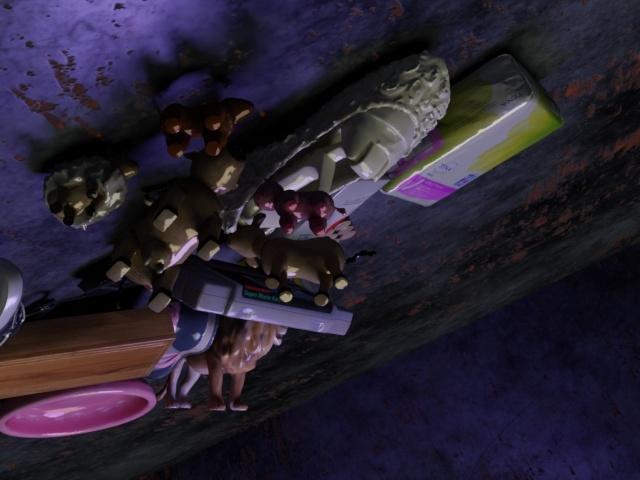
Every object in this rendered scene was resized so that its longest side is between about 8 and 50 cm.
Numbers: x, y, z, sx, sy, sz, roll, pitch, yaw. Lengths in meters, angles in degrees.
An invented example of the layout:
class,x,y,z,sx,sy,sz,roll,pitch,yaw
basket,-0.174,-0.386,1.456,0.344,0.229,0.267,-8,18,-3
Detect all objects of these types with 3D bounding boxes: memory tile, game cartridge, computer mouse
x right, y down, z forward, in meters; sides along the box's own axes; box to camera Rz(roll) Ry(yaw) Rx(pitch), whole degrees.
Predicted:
class,x,y,z,sx,sy,sz,roll,pitch,yaw
memory tile,0.000,0.000,1.783,0.148,0.012,0.113,-26,162,4
game cartridge,-0.130,0.077,1.446,0.230,0.068,0.355,18,-179,41
computer mouse,-0.406,0.081,1.461,0.242,0.041,0.071,-21,170,8

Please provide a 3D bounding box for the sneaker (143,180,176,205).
class,x,y,z,sx,sy,sz,roll,pitch,yaw
sneaker,-0.220,-0.072,1.280,0.083,0.032,0.037,-15,146,-42

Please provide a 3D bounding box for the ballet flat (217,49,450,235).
class,x,y,z,sx,sy,sz,roll,pitch,yaw
ballet flat,0.019,-0.110,1.252,0.409,0.147,0.147,-30,161,18

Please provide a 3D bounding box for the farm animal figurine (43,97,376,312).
class,x,y,z,sx,sy,sz,roll,pitch,yaw
farm animal figurine,-0.143,-0.033,1.150,0.327,0.330,0.172,-28,-155,11

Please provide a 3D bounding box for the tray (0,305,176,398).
class,x,y,z,sx,sy,sz,roll,pitch,yaw
tray,-0.487,0.211,1.569,0.411,0.076,0.203,-6,155,-30

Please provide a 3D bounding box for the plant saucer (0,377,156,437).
class,x,y,z,sx,sy,sz,roll,pitch,yaw
plant saucer,-0.522,0.339,1.876,0.332,0.084,0.332,-12,157,-5

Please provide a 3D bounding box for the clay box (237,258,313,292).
class,x,y,z,sx,sy,sz,roll,pitch,yaw
clay box,-0.087,0.098,1.759,0.053,0.127,0.222,-31,160,21

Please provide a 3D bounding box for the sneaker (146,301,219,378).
class,x,y,z,sx,sy,sz,roll,pitch,yaw
sneaker,-0.334,0.197,1.811,0.131,0.112,0.319,22,144,-26

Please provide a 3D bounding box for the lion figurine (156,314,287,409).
class,x,y,z,sx,sy,sz,roll,pitch,yaw
lion figurine,-0.243,0.242,1.886,0.392,0.240,0.142,-8,166,40

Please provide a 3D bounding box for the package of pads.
class,x,y,z,sx,sy,sz,roll,pitch,yaw
package of pads,0.236,-0.174,1.458,0.296,0.101,0.229,-33,162,21

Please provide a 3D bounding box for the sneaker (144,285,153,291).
class,x,y,z,sx,sy,sz,roll,pitch,yaw
sneaker,-0.294,0.061,1.514,0.067,0.042,0.118,30,163,-33

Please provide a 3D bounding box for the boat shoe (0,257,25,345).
class,x,y,z,sx,sy,sz,roll,pitch,yaw
boat shoe,-0.494,0.110,1.306,0.102,0.108,0.301,-11,157,-47

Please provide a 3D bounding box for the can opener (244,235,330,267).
class,x,y,z,sx,sy,sz,roll,pitch,yaw
can opener,-0.062,0.016,1.672,0.186,0.059,0.073,-14,163,-29

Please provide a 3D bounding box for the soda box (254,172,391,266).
class,x,y,z,sx,sy,sz,roll,pitch,yaw
soda box,-0.019,-0.062,1.457,0.098,0.091,0.286,-6,155,-45
